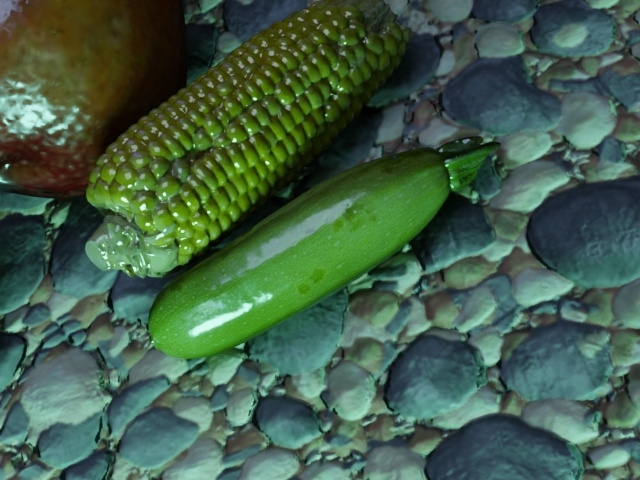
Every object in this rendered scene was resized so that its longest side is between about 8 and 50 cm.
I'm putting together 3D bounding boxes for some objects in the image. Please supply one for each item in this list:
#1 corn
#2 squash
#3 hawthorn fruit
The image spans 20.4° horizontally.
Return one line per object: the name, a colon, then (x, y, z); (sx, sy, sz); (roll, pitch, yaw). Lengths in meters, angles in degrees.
corn: (-0.068, -0.096, 1.541); (0.347, 0.130, 0.130); (-43, 51, -20)
squash: (0.000, 0.000, 1.489); (0.341, 0.094, 0.094); (-30, 52, 5)
hawthorn fruit: (-0.263, -0.189, 1.617); (0.295, 0.295, 0.311); (-11, 74, 20)
